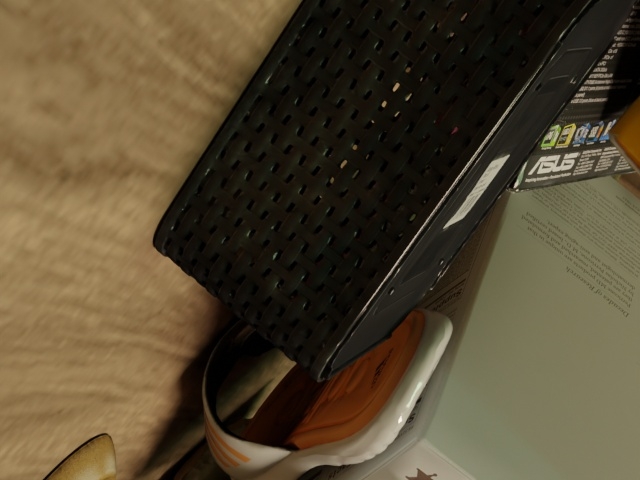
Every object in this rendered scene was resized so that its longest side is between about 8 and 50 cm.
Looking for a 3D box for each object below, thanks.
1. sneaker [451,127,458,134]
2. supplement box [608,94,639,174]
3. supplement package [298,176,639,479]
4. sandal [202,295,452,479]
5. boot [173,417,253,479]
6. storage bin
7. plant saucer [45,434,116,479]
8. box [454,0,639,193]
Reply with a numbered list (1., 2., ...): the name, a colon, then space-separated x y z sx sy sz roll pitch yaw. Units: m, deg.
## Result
1. sneaker: 0.124 -0.109 0.768 0.077 0.072 0.178 -42 167 -46
2. supplement box: 0.317 -0.111 0.563 0.194 0.195 0.356 -31 164 -40
3. supplement package: 0.109 0.115 0.835 0.198 0.199 0.262 -43 -166 43
4. sandal: -0.012 0.062 0.732 0.102 0.076 0.265 -58 -173 -21
5. boot: -0.062 0.218 1.024 0.236 0.089 0.269 -38 162 -52
6. storage bin: 0.032 -0.046 0.560 0.180 0.084 0.122 -56 169 18
7. plant saucer: -0.121 0.127 0.678 0.083 0.015 0.083 -49 169 -13
8. box: 0.153 -0.118 0.673 0.191 0.045 0.184 -12 125 -52
